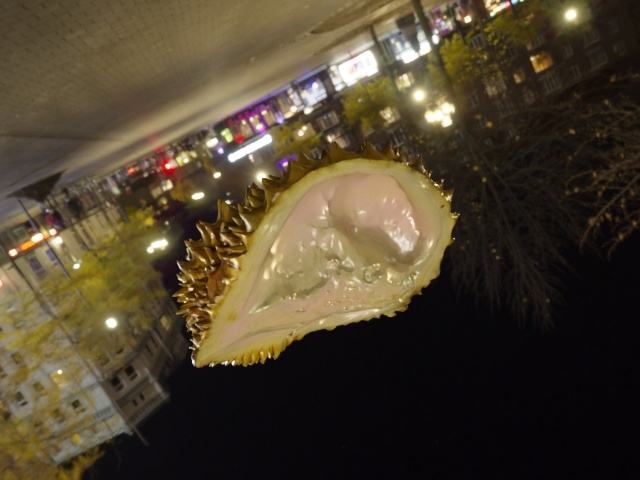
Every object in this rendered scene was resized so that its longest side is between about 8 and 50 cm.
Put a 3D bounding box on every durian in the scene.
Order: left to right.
[{"bbox_3d":[-0.004,0.002,0.451,0.249,0.183,0.138,-11,-160,-22],"label":"durian"}]
